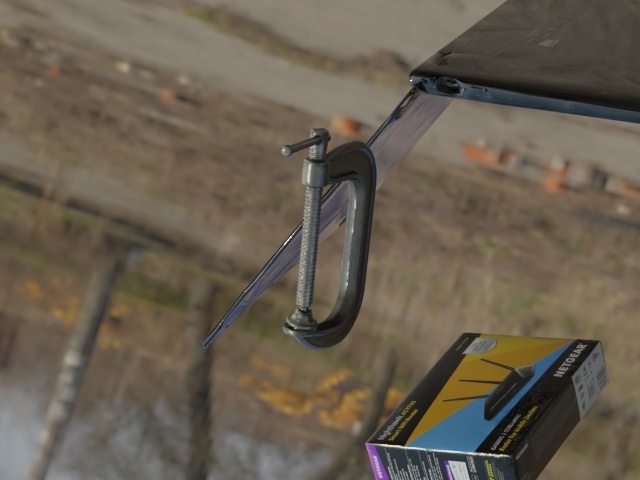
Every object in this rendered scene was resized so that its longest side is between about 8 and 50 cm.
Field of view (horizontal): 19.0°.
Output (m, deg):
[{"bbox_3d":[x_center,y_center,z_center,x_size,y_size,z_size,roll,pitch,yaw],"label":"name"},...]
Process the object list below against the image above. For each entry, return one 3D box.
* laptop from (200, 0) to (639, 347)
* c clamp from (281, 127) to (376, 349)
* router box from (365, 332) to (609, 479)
[{"bbox_3d":[0.170,-0.053,1.462,0.408,0.236,0.382,10,-159,18],"label":"laptop"},{"bbox_3d":[0.000,0.000,1.228,0.022,0.161,0.137,11,-160,24],"label":"c clamp"},{"bbox_3d":[0.138,0.139,1.553,0.133,0.046,0.179,1,-152,33],"label":"router box"}]
